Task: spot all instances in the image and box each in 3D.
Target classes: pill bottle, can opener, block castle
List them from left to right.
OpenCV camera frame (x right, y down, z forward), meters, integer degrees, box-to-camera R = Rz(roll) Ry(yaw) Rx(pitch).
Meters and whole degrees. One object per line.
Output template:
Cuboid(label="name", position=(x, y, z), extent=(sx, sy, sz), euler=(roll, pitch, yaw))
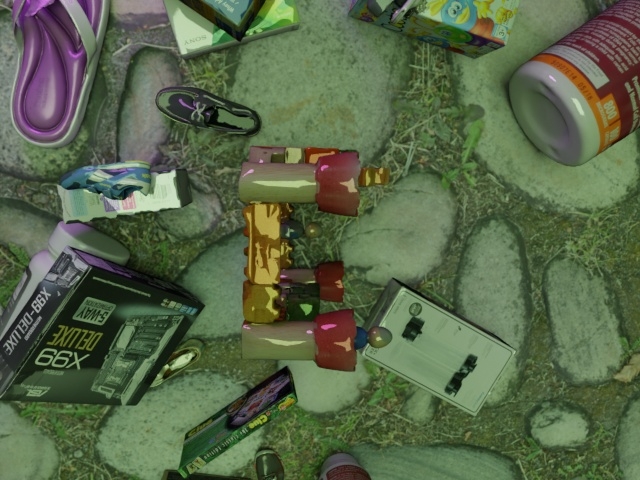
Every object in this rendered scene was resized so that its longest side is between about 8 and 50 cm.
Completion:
Cuboid(label="pill bottle", position=(-0.476, 0.119, 1.014), extent=(0.161, 0.161, 0.283), euler=(29, 94, -10))
Cuboid(label="block castle", position=(0.000, 0.000, 0.912), extent=(0.213, 0.453, 0.302), euler=(1, 98, 0))
Cuboid(label="pill bottle", position=(0.057, 0.528, 1.115), extent=(0.121, 0.216, 0.121), euler=(-1, 100, -6))
Cuboid(label="can opener", position=(0.196, -0.470, 0.902), extent=(0.093, 0.074, 0.280), euler=(42, 90, -10))
Cuboid(label="pill bottle", position=(0.583, -0.333, 1.042), extent=(0.392, 0.224, 0.224), euler=(-34, 101, 0))

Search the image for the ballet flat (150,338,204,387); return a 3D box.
Cuboid(label="ballet flat", position=(-0.311, 0.252, 1.109), extent=(0.168, 0.052, 0.057), euler=(-33, 103, -1))

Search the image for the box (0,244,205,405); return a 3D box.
Cuboid(label="box", position=(-0.376, 0.164, 0.964), extent=(0.077, 0.307, 0.242), euler=(33, 87, 29))

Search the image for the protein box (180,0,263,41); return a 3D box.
Cuboid(label="protein box", position=(-0.165, -0.483, 0.913), extent=(0.200, 0.136, 0.201), euler=(32, 94, -11))

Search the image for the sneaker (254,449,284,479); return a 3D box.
Cuboid(label="sneaker", position=(-0.102, 0.523, 1.172), extent=(0.061, 0.065, 0.157), euler=(-12, 100, -5))

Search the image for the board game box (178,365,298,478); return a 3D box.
Cuboid(label="board game box", position=(-0.163, 0.356, 1.103), extent=(0.260, 0.136, 0.030), euler=(-34, 105, 0))

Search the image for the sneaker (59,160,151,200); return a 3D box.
Cuboid(label="sneaker", position=(-0.343, -0.091, 0.884), extent=(0.144, 0.053, 0.059), euler=(-8, 91, -4))

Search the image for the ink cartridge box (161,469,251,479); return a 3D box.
Cuboid(label="ink cartridge box", position=(-0.256, 0.619, 1.157), extent=(0.193, 0.088, 0.234), euler=(10, 97, -7))

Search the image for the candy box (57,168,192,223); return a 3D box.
Cuboid(label="candy box", position=(-0.343, -0.083, 0.996), extent=(0.196, 0.165, 0.070), euler=(-9, 98, -6))

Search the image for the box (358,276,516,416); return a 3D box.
Cuboid(label="box", position=(0.237, 0.223, 1.156), extent=(0.290, 0.087, 0.169), euler=(29, 94, -10))

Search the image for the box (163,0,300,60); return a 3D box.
Cuboid(label="box", position=(-0.191, -0.519, 1.001), extent=(0.232, 0.058, 0.321), euler=(-18, 102, -4))

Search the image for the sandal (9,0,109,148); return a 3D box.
Cuboid(label="sandal", position=(-0.467, -0.370, 0.967), extent=(0.170, 0.102, 0.416), euler=(3, 98, -8))

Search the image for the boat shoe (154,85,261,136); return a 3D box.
Cuboid(label="boat shoe", position=(-0.211, -0.245, 1.037), extent=(0.206, 0.065, 0.075), euler=(15, 97, -9))

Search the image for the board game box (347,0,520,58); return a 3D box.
Cuboid(label="board game box", position=(0.210, -0.457, 1.017), extent=(0.275, 0.142, 0.144), euler=(15, 97, -9))
